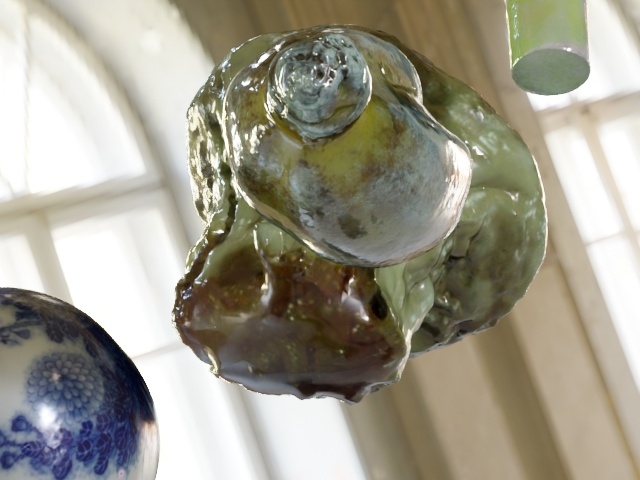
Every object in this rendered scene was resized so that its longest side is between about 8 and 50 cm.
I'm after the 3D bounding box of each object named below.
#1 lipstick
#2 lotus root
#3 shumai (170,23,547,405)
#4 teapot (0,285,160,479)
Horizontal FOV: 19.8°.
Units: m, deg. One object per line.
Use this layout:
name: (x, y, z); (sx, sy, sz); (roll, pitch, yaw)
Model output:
lipstick: (0.198, -0.269, 1.639); (0.076, 0.304, 0.076); (1, -32, 1)
lotus root: (0.006, -0.061, 1.196); (0.140, 0.158, 0.322); (-33, -13, 10)
shumai: (0.000, 0.000, 1.787); (0.323, 0.397, 0.324); (-51, -16, -51)
teapot: (-0.279, 0.158, 1.433); (0.280, 0.424, 0.252); (6, -57, -40)
